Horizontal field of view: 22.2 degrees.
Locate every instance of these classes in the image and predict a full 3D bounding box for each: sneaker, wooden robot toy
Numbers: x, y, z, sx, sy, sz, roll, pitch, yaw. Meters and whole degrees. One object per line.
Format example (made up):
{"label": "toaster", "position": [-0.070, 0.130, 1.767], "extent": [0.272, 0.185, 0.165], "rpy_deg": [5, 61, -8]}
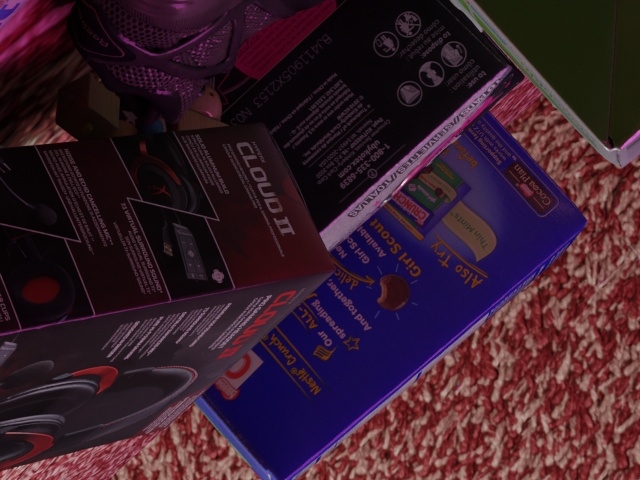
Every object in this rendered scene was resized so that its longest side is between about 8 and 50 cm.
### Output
{"label": "sneaker", "position": [-0.051, -0.140, 0.902], "extent": [0.227, 0.087, 0.130], "rpy_deg": [-30, 170, -44]}
{"label": "wooden robot toy", "position": [-0.093, -0.068, 1.030], "extent": [0.173, 0.079, 0.076], "rpy_deg": [22, 138, -32]}

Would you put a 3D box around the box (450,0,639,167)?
{"label": "box", "position": [0.095, -0.168, 0.766], "extent": [0.127, 0.262, 0.231], "rpy_deg": [-42, 172, 10]}

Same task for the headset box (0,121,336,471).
{"label": "headset box", "position": [-0.150, 0.041, 0.938], "extent": [0.293, 0.110, 0.218], "rpy_deg": [-9, 156, -42]}

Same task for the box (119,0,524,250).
{"label": "box", "position": [-0.004, -0.090, 1.127], "extent": [0.247, 0.163, 0.142], "rpy_deg": [-42, 175, 11]}

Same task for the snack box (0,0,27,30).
{"label": "snack box", "position": [-0.166, -0.104, 0.746], "extent": [0.178, 0.022, 0.064], "rpy_deg": [-43, 174, 19]}

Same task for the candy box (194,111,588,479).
{"label": "candy box", "position": [0.000, 0.000, 1.292], "extent": [0.317, 0.268, 0.122], "rpy_deg": [-39, 169, -13]}
